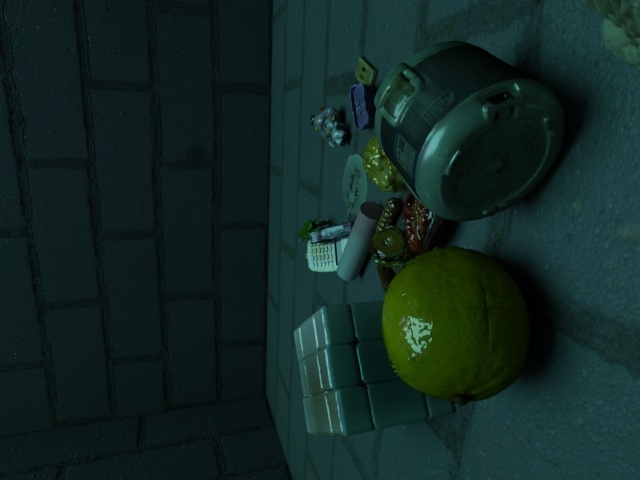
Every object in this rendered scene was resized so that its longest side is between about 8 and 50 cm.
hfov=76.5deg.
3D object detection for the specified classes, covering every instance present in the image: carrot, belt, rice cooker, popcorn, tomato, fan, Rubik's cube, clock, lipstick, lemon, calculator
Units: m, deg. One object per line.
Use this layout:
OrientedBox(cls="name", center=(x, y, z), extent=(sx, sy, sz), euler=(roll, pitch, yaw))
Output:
OrientedBox(cls="carrot", center=(0.216, 0.130, 1.283), extent=(0.161, 0.055, 0.055), euler=(-112, 27, -50))
OrientedBox(cls="belt", center=(0.055, -0.034, 1.602), extent=(0.232, 0.071, 0.053), euler=(-15, 84, 37))
OrientedBox(cls="rice cooker", center=(0.256, -0.205, 0.761), extent=(0.277, 0.289, 0.288), euler=(-114, 28, -44))
OrientedBox(cls="popcorn", center=(0.202, -0.218, 1.138), extent=(0.180, 0.170, 0.179), euler=(-5, -90, -69))
OrientedBox(cls="tomato", center=(0.278, -0.056, 1.025), extent=(0.174, 0.082, 0.166), euler=(113, 153, -60))
OrientedBox(cls="fan", center=(0.116, -0.141, 1.610), extent=(0.233, 0.012, 0.414), euler=(-118, 32, -53))
OrientedBox(cls="Rubik's cube", center=(0.126, 0.360, 1.154), extent=(0.318, 0.322, 0.315), euler=(127, 136, -61))
OrientedBox(cls="clock", center=(0.150, -0.457, 1.378), extent=(0.110, 0.050, 0.152), euler=(-170, 68, -68))
OrientedBox(cls="lipstick", center=(0.138, 0.012, 1.444), extent=(0.326, 0.087, 0.087), euler=(107, 154, -44))
OrientedBox(cls="lemon", center=(0.257, 0.160, 0.802), extent=(0.297, 0.297, 0.296), euler=(178, 90, -72))
OrientedBox(cls="calculator", center=(0.036, 0.051, 1.666), extent=(0.237, 0.033, 0.157), euler=(-8, 83, 33))

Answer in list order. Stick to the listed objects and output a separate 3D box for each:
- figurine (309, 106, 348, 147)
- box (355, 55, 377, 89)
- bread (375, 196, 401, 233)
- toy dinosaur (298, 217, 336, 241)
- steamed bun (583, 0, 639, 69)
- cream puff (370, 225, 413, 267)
OrientedBox(cls="figurine", center=(0.045, -0.468, 1.646), extent=(0.229, 0.112, 0.137), euler=(56, 154, 36))
OrientedBox(cls="box", center=(0.158, -0.585, 1.422), extent=(0.149, 0.020, 0.073), euler=(-111, 25, -44))
OrientedBox(cls="bread", center=(0.212, -0.068, 1.278), extent=(0.157, 0.044, 0.052), euler=(105, 149, -43))
OrientedBox(cls="toy dinosaur", center=(0.002, 0.000, 1.796), extent=(0.194, 0.177, 0.152), euler=(-60, 18, 3))
OrientedBox(cls="steamed bun", center=(0.404, -0.253, 0.350), extent=(0.237, 0.394, 0.346), euler=(-47, 3, 33))
OrientedBox(cls="cream puff", center=(0.213, 0.026, 1.191), extent=(0.133, 0.119, 0.104), euler=(26, 158, 30))
